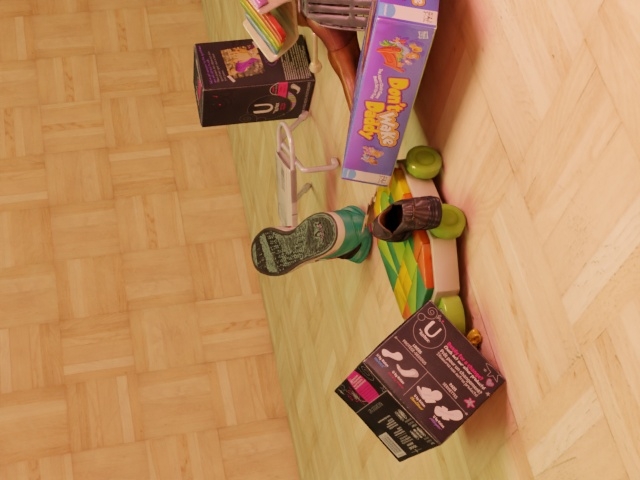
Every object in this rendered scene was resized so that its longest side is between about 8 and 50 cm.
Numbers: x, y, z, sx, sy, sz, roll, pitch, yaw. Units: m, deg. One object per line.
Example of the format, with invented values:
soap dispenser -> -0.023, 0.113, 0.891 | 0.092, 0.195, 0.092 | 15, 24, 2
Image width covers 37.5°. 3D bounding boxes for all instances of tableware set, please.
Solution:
tableware set -> 0.102, -0.100, 1.678 | 0.169, 0.020, 0.141 | -69, -9, -55

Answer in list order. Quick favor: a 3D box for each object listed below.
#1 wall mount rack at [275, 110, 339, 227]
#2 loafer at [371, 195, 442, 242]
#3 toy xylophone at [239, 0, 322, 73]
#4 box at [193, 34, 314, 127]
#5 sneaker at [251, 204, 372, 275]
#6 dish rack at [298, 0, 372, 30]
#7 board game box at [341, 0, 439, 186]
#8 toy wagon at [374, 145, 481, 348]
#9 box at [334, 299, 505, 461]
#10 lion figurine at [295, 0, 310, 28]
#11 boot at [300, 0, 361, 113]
wall mount rack -> -0.043, -0.144, 2.240 | 0.304, 0.130, 0.350 | -121, 26, -54
loafer -> 0.112, -0.034, 1.390 | 0.170, 0.061, 0.062 | 151, 117, -63
toy xylophone -> -0.096, -0.455, 1.941 | 0.236, 0.081, 0.323 | 53, 176, 14
box -> -0.166, -0.386, 2.288 | 0.165, 0.270, 0.143 | 106, 155, -63
sneaker -> 0.000, 0.000, 1.963 | 0.295, 0.178, 0.124 | -16, 80, 48
dish rack -> 0.041, -0.460, 1.465 | 0.074, 0.208, 0.272 | -40, -45, -55
board game box -> 0.103, -0.275, 1.380 | 0.347, 0.078, 0.233 | 102, 177, -58
toy wagon -> 0.164, 0.032, 1.482 | 0.267, 0.068, 0.345 | 98, 161, -52
box -> 0.142, 0.216, 1.406 | 0.163, 0.142, 0.247 | 47, 162, 8
lion figurine -> -0.066, -0.579, 2.034 | 0.240, 0.142, 0.392 | 101, 155, -76
boot -> 0.064, -0.333, 1.698 | 0.264, 0.096, 0.281 | -65, -48, -75
